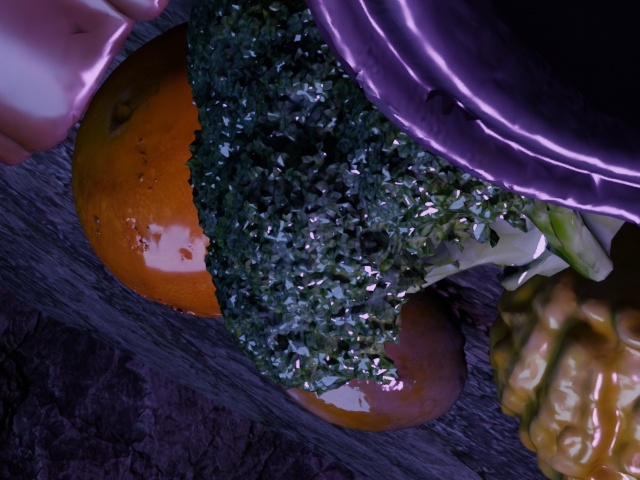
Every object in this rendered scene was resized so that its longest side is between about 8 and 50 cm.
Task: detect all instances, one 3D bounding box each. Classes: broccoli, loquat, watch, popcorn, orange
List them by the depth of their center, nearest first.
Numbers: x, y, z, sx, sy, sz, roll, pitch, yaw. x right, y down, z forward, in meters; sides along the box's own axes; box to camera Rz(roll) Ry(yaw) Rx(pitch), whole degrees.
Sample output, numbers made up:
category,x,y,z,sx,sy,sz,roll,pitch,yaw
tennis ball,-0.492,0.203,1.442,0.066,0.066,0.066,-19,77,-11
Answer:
category,x,y,z,sx,sy,sz,roll,pitch,yaw
watch,0.090,-0.143,0.380,0.327,0.314,0.335,22,137,-23
broccoli,0.050,-0.060,0.780,0.275,0.308,0.308,35,165,-28
popcorn,0.241,0.077,0.976,0.249,0.249,0.225,27,133,15
orange,-0.079,-0.055,1.128,0.240,0.240,0.240,29,165,9
loquat,0.048,0.117,1.522,0.227,0.179,0.179,18,161,23
